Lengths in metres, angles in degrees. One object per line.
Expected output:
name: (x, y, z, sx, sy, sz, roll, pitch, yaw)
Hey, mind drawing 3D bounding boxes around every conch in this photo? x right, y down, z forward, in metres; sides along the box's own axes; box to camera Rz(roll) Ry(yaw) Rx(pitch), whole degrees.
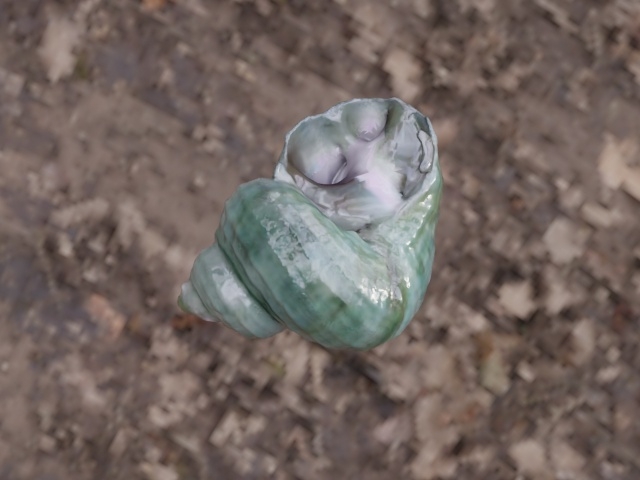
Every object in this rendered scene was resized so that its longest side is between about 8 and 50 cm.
conch: (0.000, 0.000, 1.681, 0.220, 0.277, 0.195, 60, 1, 15)
